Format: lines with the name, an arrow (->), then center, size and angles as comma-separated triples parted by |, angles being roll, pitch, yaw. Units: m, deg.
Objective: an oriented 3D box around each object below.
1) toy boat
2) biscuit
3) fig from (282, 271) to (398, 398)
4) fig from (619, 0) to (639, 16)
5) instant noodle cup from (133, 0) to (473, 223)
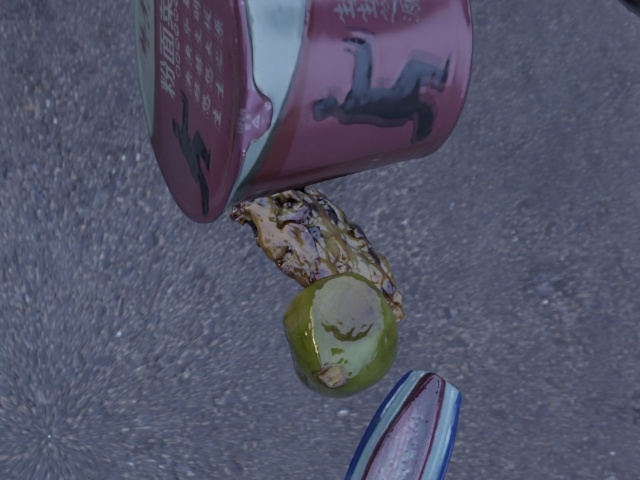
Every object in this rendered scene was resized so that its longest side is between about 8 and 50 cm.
toy boat -> 0.054, 0.216, 0.850 | 0.080, 0.046, 0.229 | 24, 72, 12
biscuit -> 0.000, -0.002, 1.482 | 0.334, 0.289, 0.081 | 37, 107, -22
fig -> 0.023, 0.120, 1.214 | 0.144, 0.166, 0.154 | 23, 104, -9
fig -> 0.206, -0.182, 0.532 | 0.123, 0.123, 0.156 | 44, 45, -3
instant noodle cup -> -0.017, -0.136, 0.699 | 0.178, 0.235, 0.235 | -8, 81, -25
